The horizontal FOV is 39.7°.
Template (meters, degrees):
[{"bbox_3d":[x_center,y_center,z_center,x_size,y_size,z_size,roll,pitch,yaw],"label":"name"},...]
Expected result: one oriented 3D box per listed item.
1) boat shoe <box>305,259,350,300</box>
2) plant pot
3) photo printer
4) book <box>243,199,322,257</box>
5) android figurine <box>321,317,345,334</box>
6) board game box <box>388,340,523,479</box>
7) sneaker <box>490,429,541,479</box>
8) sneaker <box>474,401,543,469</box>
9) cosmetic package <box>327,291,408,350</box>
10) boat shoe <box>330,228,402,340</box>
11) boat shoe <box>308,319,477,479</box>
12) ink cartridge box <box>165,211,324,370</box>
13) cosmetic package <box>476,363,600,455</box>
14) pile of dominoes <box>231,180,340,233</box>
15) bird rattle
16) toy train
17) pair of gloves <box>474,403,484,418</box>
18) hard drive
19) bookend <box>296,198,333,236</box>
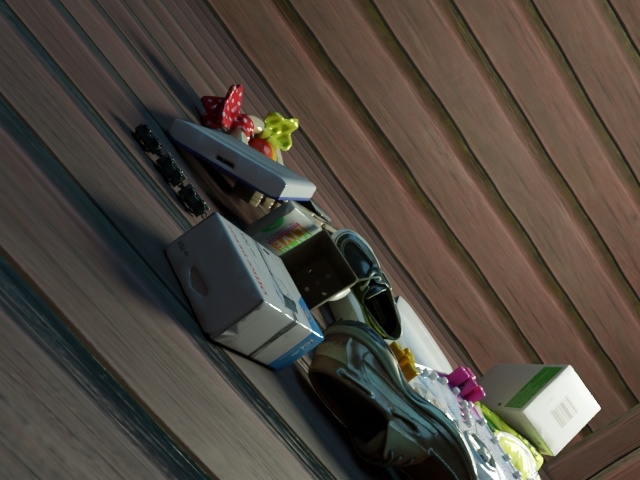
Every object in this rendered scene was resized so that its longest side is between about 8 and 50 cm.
[{"bbox_3d":[0.046,0.044,1.708,0.095,0.079,0.254,26,22,22],"label":"boat shoe"},{"bbox_3d":[-0.007,0.062,1.532,0.109,0.109,0.096,57,-5,14],"label":"plant pot"},{"bbox_3d":[0.193,0.250,1.903,0.256,0.107,0.307,56,8,2],"label":"photo printer"},{"bbox_3d":[-0.061,-0.017,1.534,0.035,0.096,0.144,63,11,25],"label":"book"},{"bbox_3d":[0.091,0.255,1.467,0.273,0.056,0.248,55,8,4],"label":"android figurine"},{"bbox_3d":[0.279,0.364,1.536,0.390,0.050,0.390,27,27,-57],"label":"board game box"},{"bbox_3d":[0.454,0.578,1.990,0.385,0.145,0.147,51,9,-21],"label":"sneaker"},{"bbox_3d":[0.418,0.496,2.245,0.295,0.123,0.109,38,-1,28],"label":"sneaker"},{"bbox_3d":[0.087,0.155,1.714,0.099,0.060,0.239,15,29,-29],"label":"cosmetic package"},{"bbox_3d":[0.088,0.078,1.577,0.219,0.077,0.070,62,-12,-11],"label":"boat shoe"},{"bbox_3d":[0.092,0.267,1.266,0.324,0.122,0.120,50,46,-8],"label":"boat shoe"},{"bbox_3d":[-0.089,0.067,1.085,0.140,0.082,0.190,59,7,27],"label":"ink cartridge box"},{"bbox_3d":[0.546,0.448,2.384,0.155,0.197,0.365,53,-21,-7],"label":"cosmetic package"},{"bbox_3d":[-0.065,-0.057,1.665,0.251,0.040,0.196,29,4,-45],"label":"pile of dominoes"},{"bbox_3d":[-0.133,-0.204,1.816,0.253,0.143,0.207,27,45,-67],"label":"bird rattle"},{"bbox_3d":[-0.209,-0.096,1.248,0.158,0.027,0.036,54,-3,-4],"label":"toy train"},{"bbox_3d":[0.311,0.446,1.804,0.204,0.042,0.240,53,31,-48],"label":"pair of gloves"},{"bbox_3d":[-0.127,-0.134,1.555,0.210,0.040,0.318,30,6,6],"label":"hard drive"},{"bbox_3d":[0.000,0.000,1.921,0.157,0.072,0.156,60,9,29],"label":"bookend"}]
